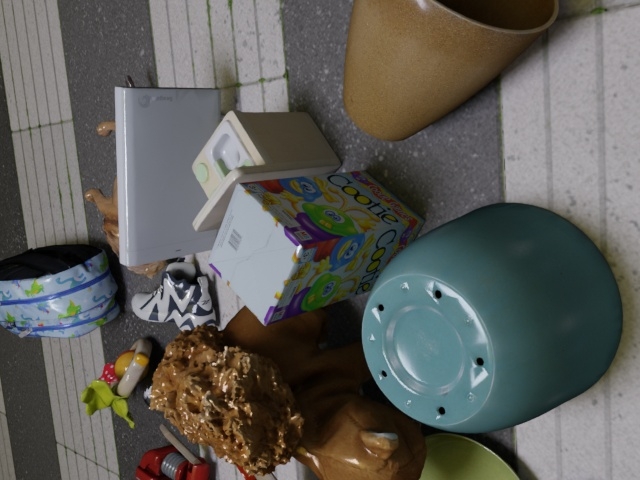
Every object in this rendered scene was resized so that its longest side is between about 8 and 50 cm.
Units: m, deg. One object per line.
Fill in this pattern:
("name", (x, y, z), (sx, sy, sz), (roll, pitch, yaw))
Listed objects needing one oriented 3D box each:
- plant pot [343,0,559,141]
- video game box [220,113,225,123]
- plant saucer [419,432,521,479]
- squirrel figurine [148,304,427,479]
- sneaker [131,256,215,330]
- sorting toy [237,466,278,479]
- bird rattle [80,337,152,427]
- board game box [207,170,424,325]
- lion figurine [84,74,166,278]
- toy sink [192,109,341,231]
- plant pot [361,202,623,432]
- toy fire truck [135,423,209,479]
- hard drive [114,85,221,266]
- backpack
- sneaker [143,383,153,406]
("plant pot", (0.130, -0.257, 0.829), (0.237, 0.237, 0.254), (58, 146, 18))
("video game box", (-0.215, -0.147, 1.271), (0.187, 0.048, 0.205), (32, 119, 31))
("plant saucer", (0.229, 0.408, 0.981), (0.241, 0.037, 0.240), (10, 105, 41))
("squirrel figurine", (-0.044, 0.263, 0.955), (0.370, 0.397, 0.280), (44, 119, 43))
("sneaker", (-0.325, 0.104, 1.394), (0.235, 0.094, 0.152), (14, 107, 40))
("sorting toy", (-0.058, 0.454, 1.034), (0.307, 0.041, 0.229), (32, 149, 56))
("bird rattle", (-0.465, 0.333, 1.543), (0.143, 0.253, 0.206), (34, 92, -9))
("board game box", (0.000, 0.000, 0.943), (0.142, 0.275, 0.144), (43, 125, 28))
("lion figurine", (-0.391, -0.129, 1.367), (0.240, 0.142, 0.391), (39, 126, 38))
("toy sink", (-0.113, -0.121, 1.052), (0.153, 0.234, 0.131), (-46, 68, 39))
("plant pot", (0.193, 0.109, 0.816), (0.293, 0.235, 0.292), (11, 107, 41))
("toy fire truck", (-0.341, 0.526, 1.474), (0.217, 0.159, 0.246), (14, 96, 41))
("hard drive", (-0.270, -0.120, 1.155), (0.040, 0.203, 0.307), (17, 111, 40))
("backpack", (-0.673, 0.121, 1.620), (0.356, 0.290, 0.273), (-22, 92, 37))
("sneaker", (-0.333, 0.363, 1.466), (0.234, 0.078, 0.106), (-35, 73, 39))
